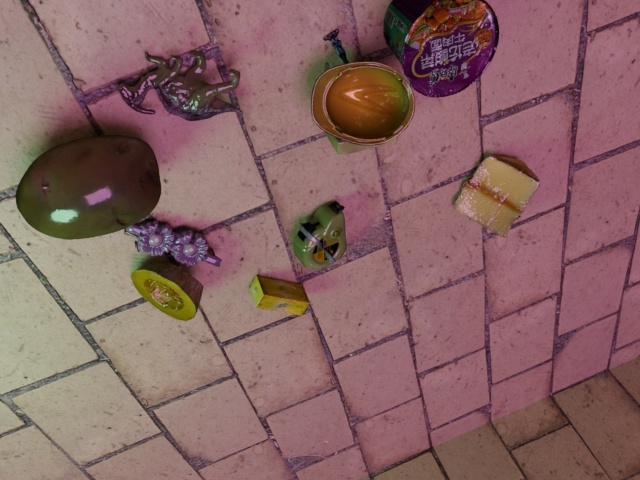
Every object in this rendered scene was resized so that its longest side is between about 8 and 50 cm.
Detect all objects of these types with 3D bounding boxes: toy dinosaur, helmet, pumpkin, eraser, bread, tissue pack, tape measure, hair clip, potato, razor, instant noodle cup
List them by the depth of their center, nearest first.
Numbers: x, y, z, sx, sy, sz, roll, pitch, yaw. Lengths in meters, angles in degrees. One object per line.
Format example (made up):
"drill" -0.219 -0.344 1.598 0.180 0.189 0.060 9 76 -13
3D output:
"potato" -0.539 -0.122 1.433 0.326 0.221 0.243 -12 167 -11
"toy dinosaur" -0.317 -0.358 1.439 0.294 0.077 0.162 11 129 -14
"instant noodle cup" 0.275 -0.501 1.491 0.251 0.190 0.251 -12 132 -14
"razor" 0.059 -0.455 1.548 0.044 0.028 0.154 -31 134 3
"helmet" 0.105 -0.357 1.557 0.257 0.140 0.205 7 112 -2
"eraser" 0.109 -0.294 1.649 0.172 0.117 0.058 -15 137 -11
"hair clip" -0.407 0.007 1.719 0.292 0.084 0.106 19 101 -30
"pumpkin" -0.426 0.127 1.772 0.110 0.217 0.217 -52 144 -31
"tape measure" 0.000 0.000 1.866 0.175 0.106 0.200 -28 138 -19
"bread" 0.552 -0.142 1.962 0.178 0.135 0.240 6 128 -28
"tissue pack" -0.131 0.175 1.963 0.176 0.095 0.062 15 122 -33
